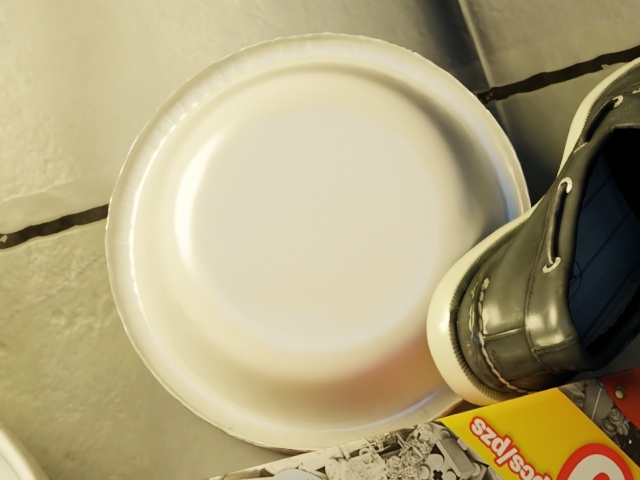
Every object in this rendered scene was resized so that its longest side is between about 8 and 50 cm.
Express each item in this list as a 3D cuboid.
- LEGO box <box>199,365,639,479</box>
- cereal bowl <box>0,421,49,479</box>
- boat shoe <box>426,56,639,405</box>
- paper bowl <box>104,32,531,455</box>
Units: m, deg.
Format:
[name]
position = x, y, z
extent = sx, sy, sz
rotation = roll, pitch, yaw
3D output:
[LEGO box]
position = 0.092, 0.355, 0.734
extent = 0.372, 0.193, 0.500
rotation = -10, 73, -29
[cereal bowl]
position = -0.308, 0.247, 0.888
extent = 0.339, 0.141, 0.339
rotation = 0, 81, 2
[boat shoe]
position = 0.204, -0.025, 0.864
extent = 0.340, 0.113, 0.127
rotation = -38, 103, -35
[paper bowl]
position = 0.000, 0.000, 0.916
extent = 0.284, 0.148, 0.284
rotation = 0, 80, 3
